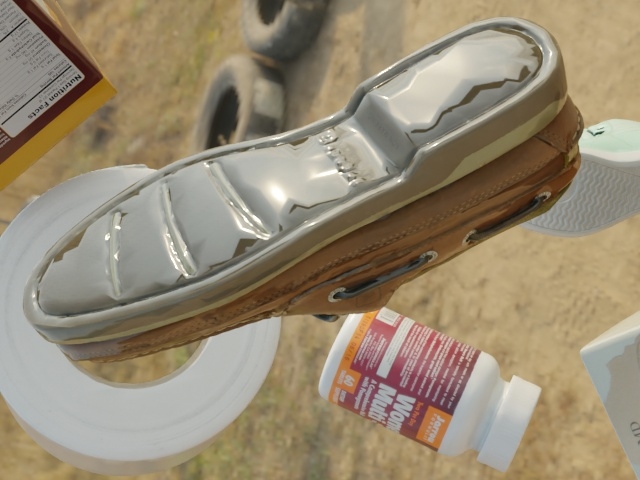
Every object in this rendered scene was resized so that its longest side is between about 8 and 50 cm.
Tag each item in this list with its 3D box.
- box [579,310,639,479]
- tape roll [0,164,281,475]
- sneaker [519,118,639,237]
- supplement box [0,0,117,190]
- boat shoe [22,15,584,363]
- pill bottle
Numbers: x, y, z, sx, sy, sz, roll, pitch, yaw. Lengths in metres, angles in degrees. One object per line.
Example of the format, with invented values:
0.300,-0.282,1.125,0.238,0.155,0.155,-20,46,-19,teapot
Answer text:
0.360,0.077,0.872,0.311,0.121,0.148,-30,82,39,box
-0.165,0.076,1.067,0.169,0.246,0.246,124,156,-73,tape roll
0.278,-0.072,1.326,0.151,0.255,0.094,-138,44,-66,sneaker
-0.290,-0.176,0.963,0.129,0.194,0.191,-40,43,1,supplement box
0.000,0.000,0.652,0.111,0.307,0.104,-111,-4,-47,boat shoe
0.119,0.161,1.345,0.121,0.221,0.121,-62,-11,-21,pill bottle
